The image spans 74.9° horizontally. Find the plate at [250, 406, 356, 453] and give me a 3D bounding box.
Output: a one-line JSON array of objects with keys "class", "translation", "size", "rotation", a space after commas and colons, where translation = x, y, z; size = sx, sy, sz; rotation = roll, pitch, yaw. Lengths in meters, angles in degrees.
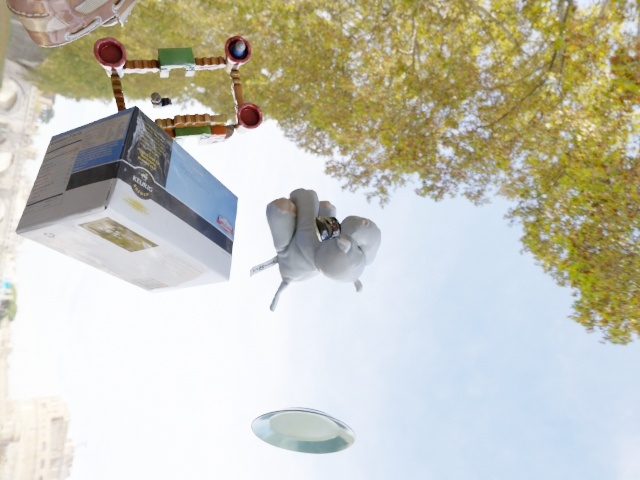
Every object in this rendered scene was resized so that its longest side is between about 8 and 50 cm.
[{"class": "plate", "translation": [-0.030, 0.337, 0.750], "size": [0.188, 0.188, 0.024], "rotation": [-41, -154, 37]}]

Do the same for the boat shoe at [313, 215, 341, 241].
[{"class": "boat shoe", "translation": [0.014, -0.026, 0.801], "size": [0.042, 0.133, 0.048], "rotation": [-14, -90, 10]}]

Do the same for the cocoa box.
[{"class": "cocoa box", "translation": [-0.365, -0.060, 0.875], "size": [0.232, 0.347, 0.227], "rotation": [-11, -119, 21]}]

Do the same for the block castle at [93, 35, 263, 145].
[{"class": "block castle", "translation": [-0.427, -0.463, 1.305], "size": [0.213, 0.454, 0.302], "rotation": [-177, -103, -68]}]

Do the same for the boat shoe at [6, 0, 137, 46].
[{"class": "boat shoe", "translation": [-0.342, -0.396, 0.639], "size": [0.116, 0.123, 0.324], "rotation": [105, 10, -47]}]

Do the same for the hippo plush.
[{"class": "hippo plush", "translation": [0.000, 0.000, 0.966], "size": [0.237, 0.294, 0.234], "rotation": [2, -54, 48]}]
